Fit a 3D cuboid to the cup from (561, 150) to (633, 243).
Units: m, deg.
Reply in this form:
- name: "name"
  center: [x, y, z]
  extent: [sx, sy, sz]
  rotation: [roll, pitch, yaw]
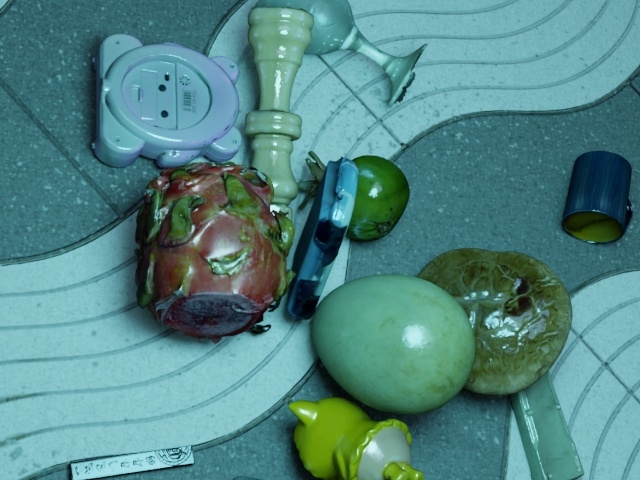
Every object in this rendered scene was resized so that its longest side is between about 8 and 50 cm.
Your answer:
- name: "cup"
  center: [0.517, -0.073, 2.264]
  extent: [0.113, 0.150, 0.138]
  rotation: [5, 61, 20]

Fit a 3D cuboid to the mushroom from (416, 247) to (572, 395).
- name: "mushroom"
  center: [0.284, 0.125, 2.051]
  extent: [0.278, 0.146, 0.278]
  rotation: [-7, 65, 15]

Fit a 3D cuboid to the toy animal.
- name: "toy animal"
  center: [0.059, 0.319, 1.879]
  extent: [0.156, 0.156, 0.230]
  rotation: [-37, 46, -27]

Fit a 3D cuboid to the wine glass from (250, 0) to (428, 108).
- name: "wine glass"
  center: [0.035, -0.370, 2.189]
  extent: [0.321, 0.143, 0.143]
  rotation: [30, 63, -4]

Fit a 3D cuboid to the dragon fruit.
- name: "dragon fruit"
  center: [-0.167, -0.001, 1.917]
  extent: [0.269, 0.250, 0.291]
  rotation: [11, 52, -19]

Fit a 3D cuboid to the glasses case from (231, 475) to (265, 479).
- name: "glasses case"
  center: [0.007, 0.448, 1.886]
  extent: [0.323, 0.074, 0.131]
  rotation: [10, 65, -15]

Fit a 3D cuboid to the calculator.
- name: "calculator"
  center: [0.000, 0.000, 1.949]
  extent: [0.051, 0.293, 0.173]
  rotation: [15, 43, -7]

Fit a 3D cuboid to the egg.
- name: "egg"
  center: [0.108, 0.157, 1.938]
  extent: [0.218, 0.295, 0.218]
  rotation: [-20, 119, -40]

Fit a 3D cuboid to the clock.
- name: "clock"
  center: [-0.258, -0.231, 2.059]
  extent: [0.248, 0.090, 0.227]
  rotation: [4, 69, -19]

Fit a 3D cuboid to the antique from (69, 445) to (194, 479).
- name: "antique"
  center: [-0.288, 0.341, 1.860]
  extent: [0.192, 0.015, 0.031]
  rotation: [-5, 71, -21]

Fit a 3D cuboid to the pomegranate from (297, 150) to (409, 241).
- name: "pomegranate"
  center: [0.053, -0.082, 2.071]
  extent: [0.191, 0.152, 0.131]
  rotation: [25, 41, -2]

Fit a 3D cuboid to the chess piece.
- name: "chess piece"
  center: [-0.077, -0.189, 2.058]
  extent: [0.117, 0.117, 0.397]
  rotation: [5, 84, -17]

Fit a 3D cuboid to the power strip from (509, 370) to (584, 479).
- name: "power strip"
  center: [0.372, 0.289, 2.089]
  extent: [0.080, 0.048, 0.286]
  rotation: [-8, 72, -23]
